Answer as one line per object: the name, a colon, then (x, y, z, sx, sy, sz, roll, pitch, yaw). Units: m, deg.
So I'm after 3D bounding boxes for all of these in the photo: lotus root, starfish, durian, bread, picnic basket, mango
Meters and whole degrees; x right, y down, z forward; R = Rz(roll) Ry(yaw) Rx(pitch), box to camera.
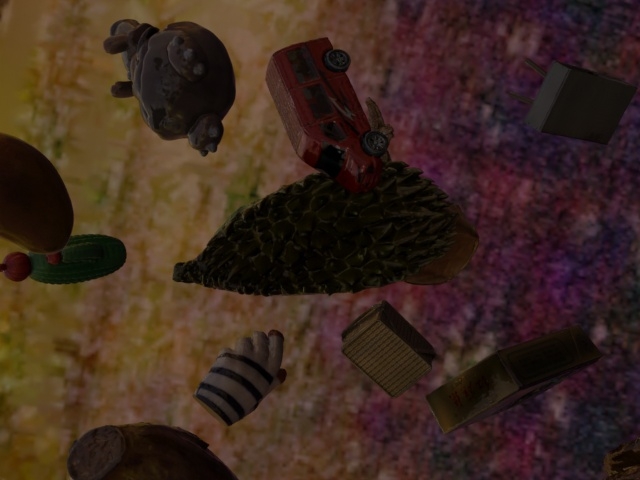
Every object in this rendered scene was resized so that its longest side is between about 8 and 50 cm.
lotus root: (-0.203, 0.336, 1.481, 0.193, 0.291, 0.193, -26, 37, 21)
starfish: (0.127, -0.199, 2.503, 0.240, 0.043, 0.227, -168, 68, -83)
durian: (-0.003, -0.011, 1.489, 0.198, 0.394, 0.163, -135, 29, -81)
bread: (0.229, -0.004, 2.511, 0.133, 0.250, 0.179, 42, 116, 35)
picnic basket: (0.128, 0.207, 2.181, 0.115, 0.164, 0.079, -42, 13, 25)
mango: (-0.347, -0.056, 1.298, 0.089, 0.163, 0.111, 20, 83, 56)

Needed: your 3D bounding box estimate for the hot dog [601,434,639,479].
hot dog: (0.478, 0.294, 1.380, 0.267, 0.387, 0.174, -34, 46, 8)

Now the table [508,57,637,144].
table: (0.448, -0.260, 2.076, 0.111, 0.240, 0.121, 39, 113, 36)

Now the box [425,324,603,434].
box: (0.283, 0.199, 1.674, 0.159, 0.240, 0.071, -42, 69, 37)

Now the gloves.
gloves: (-0.148, 0.259, 2.284, 0.218, 0.140, 0.131, -49, -6, -17)

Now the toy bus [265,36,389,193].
toy bus: (0.008, -0.144, 1.373, 0.081, 0.089, 0.195, 114, 137, -59)

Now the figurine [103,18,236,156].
figurine: (-0.294, -0.327, 2.227, 0.380, 0.203, 0.248, 39, 144, 49)

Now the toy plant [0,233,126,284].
toy plant: (-0.462, 0.034, 2.082, 0.155, 0.240, 0.088, -13, 83, 30)
